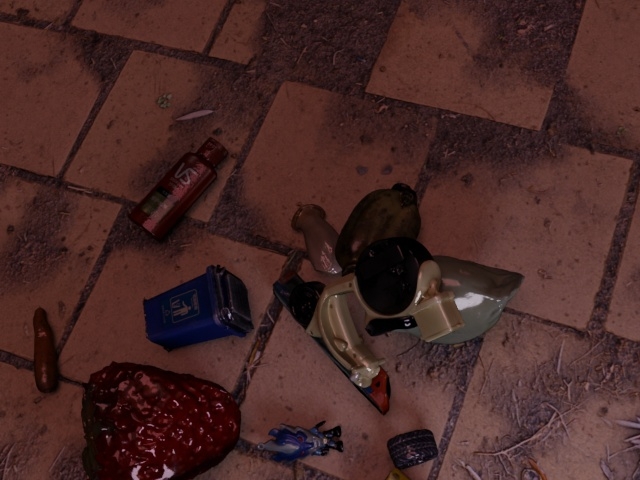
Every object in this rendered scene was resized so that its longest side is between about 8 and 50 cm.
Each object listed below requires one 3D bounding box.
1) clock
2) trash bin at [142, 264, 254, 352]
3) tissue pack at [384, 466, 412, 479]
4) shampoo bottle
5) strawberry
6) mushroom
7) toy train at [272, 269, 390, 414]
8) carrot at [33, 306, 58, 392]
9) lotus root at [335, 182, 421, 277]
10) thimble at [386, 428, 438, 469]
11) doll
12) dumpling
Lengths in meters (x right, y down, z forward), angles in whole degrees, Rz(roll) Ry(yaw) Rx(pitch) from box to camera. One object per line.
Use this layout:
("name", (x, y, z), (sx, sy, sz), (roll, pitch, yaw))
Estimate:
("clock", (0.108, 0.158, 1.701), (0.379, 0.120, 0.276), (-35, 73, 36))
("trash bin", (-0.295, 0.176, 1.909), (0.235, 0.184, 0.162), (-20, 63, 14))
("tissue pack", (0.191, 0.587, 1.671), (0.169, 0.082, 0.120), (37, 78, 22))
("shampoo bottle", (-0.374, -0.143, 2.104), (0.118, 0.076, 0.314), (34, 76, 25))
("strawberry", (-0.358, 0.423, 1.772), (0.345, 0.295, 0.317), (0, 54, -27))
("mushroom", (0.000, 0.001, 1.967), (0.097, 0.088, 0.212), (-44, 58, 19))
("toy train", (0.039, 0.236, 1.853), (0.089, 0.086, 0.409), (-40, 65, -10))
("carrot", (-0.705, 0.273, 1.994), (0.059, 0.059, 0.247), (-18, 61, 2))
("lotus root", (0.130, -0.004, 1.886), (0.173, 0.173, 0.309), (25, 58, 20))
("thimble", (0.202, 0.457, 1.720), (0.104, 0.095, 0.066), (-23, 62, 10))
("doll", (-0.047, 0.461, 1.783), (0.195, 0.070, 0.095), (-6, 96, 4))
("dumpling", (0.276, 0.137, 1.800), (0.321, 0.270, 0.211), (14, 91, 6))
